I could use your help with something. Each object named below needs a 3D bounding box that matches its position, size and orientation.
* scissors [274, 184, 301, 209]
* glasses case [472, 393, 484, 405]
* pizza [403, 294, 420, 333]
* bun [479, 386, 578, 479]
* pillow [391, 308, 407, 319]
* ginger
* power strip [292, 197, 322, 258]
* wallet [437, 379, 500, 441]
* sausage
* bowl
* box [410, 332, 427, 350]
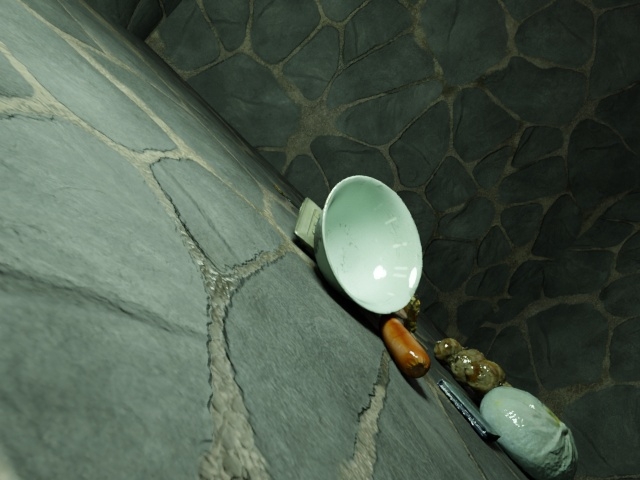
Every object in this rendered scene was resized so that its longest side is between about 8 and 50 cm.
[{"bbox_3d":[-0.176,-0.233,2.276,0.220,0.017,0.088,42,4,-29],"label":"scissors"},{"bbox_3d":[0.740,0.699,1.722,0.072,0.042,0.191,50,-23,-11],"label":"glasses case"},{"bbox_3d":[0.399,0.301,1.790,0.147,0.069,0.226,-96,-179,-56],"label":"pizza"},{"bbox_3d":[0.753,0.685,1.451,0.362,0.211,0.362,44,8,-8],"label":"bun"},{"bbox_3d":[0.283,0.247,1.819,0.223,0.084,0.236,43,5,-8],"label":"pillow"},{"bbox_3d":[0.676,0.575,1.775,0.256,0.176,0.375,37,-2,-23],"label":"ginger"},{"bbox_3d":[-0.001,0.000,1.465,0.257,0.092,0.251,43,35,-18],"label":"power strip"},{"bbox_3d":[0.490,0.562,1.341,0.167,0.036,0.222,38,9,-47],"label":"wallet"},{"bbox_3d":[0.228,0.293,1.169,0.089,0.083,0.300,37,5,-13],"label":"sausage"},{"bbox_3d":[0.116,0.030,1.312,0.435,0.434,0.196,43,-37,-21],"label":"bowl"},{"bbox_3d":[0.416,0.436,1.734,0.083,0.024,0.053,44,6,-20],"label":"box"}]
